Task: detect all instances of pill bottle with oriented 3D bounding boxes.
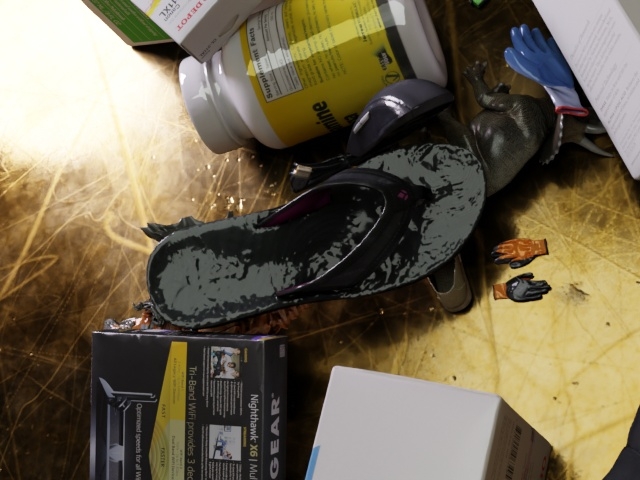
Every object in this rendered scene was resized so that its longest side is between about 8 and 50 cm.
[{"bbox_3d":[-0.012,-0.235,1.736,0.334,0.188,0.188,-19,65,14],"label":"pill bottle"}]

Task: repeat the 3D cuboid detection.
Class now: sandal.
[{"bbox_3d":[-0.001,0.003,1.577,0.446,0.107,0.167,-21,80,2],"label":"sandal"}]

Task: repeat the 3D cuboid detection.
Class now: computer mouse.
[{"bbox_3d":[0.047,-0.137,1.619,0.184,0.262,0.060,-25,86,-20],"label":"computer mouse"}]

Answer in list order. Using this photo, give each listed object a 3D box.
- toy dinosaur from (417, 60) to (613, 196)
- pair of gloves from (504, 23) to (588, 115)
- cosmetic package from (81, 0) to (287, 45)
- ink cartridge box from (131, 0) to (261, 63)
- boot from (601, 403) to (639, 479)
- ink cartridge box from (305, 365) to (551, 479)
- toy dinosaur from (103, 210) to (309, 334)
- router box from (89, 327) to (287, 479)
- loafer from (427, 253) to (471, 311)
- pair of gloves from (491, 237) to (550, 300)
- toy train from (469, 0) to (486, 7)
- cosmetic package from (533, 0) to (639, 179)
[{"bbox_3d":[0.210,-0.121,1.649,0.313,0.121,0.160,-32,57,4],"label":"toy dinosaur"},{"bbox_3d":[0.325,-0.210,1.629,0.023,0.198,0.159,-61,39,43],"label":"pair of gloves"},{"bbox_3d":[-0.150,-0.402,1.846,0.366,0.197,0.155,-2,71,21],"label":"cosmetic package"},{"bbox_3d":[-0.181,-0.338,1.692,0.127,0.072,0.175,-48,65,2],"label":"ink cartridge box"},{"bbox_3d":[0.526,0.225,1.401,0.367,0.146,0.445,28,78,25],"label":"boot"},{"bbox_3d":[0.124,0.280,1.447,0.197,0.270,0.198,8,74,24],"label":"ink cartridge box"},{"bbox_3d":[-0.141,0.082,1.717,0.322,0.164,0.218,-9,82,-2],"label":"toy dinosaur"},{"bbox_3d":[-0.168,0.268,1.617,0.243,0.081,0.308,2,90,21],"label":"router box"},{"bbox_3d":[0.154,0.019,1.655,0.056,0.050,0.148,-27,64,9],"label":"loafer"},{"bbox_3d":[0.254,0.037,1.634,0.074,0.010,0.083,-7,69,18],"label":"pair of gloves"},{"bbox_3d":[0.241,-0.357,1.782,0.083,0.017,0.023,-44,72,1],"label":"toy train"},{"bbox_3d":[0.411,-0.285,1.573,0.217,0.156,0.385,-12,61,-17],"label":"cosmetic package"}]
